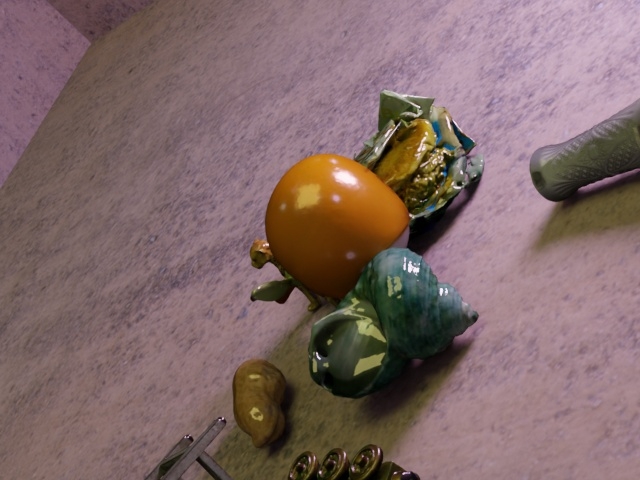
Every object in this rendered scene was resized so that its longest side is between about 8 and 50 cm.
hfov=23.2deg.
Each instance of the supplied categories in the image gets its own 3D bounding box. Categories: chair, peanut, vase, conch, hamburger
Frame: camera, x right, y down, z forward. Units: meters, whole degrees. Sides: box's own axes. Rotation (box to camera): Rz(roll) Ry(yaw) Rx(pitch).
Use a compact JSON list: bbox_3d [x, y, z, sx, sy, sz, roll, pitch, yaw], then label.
[{"bbox_3d":[-0.184,0.369,1.953,0.270,0.147,0.136,-48,6,-30],"label":"chair"},{"bbox_3d":[-0.083,0.223,2.191,0.080,0.080,0.174,-39,28,16],"label":"peanut"},{"bbox_3d":[0.363,-0.115,1.961,0.219,0.096,0.096,-25,31,46],"label":"vase"},{"bbox_3d":[0.098,0.106,2.007,0.202,0.134,0.196,-18,66,43],"label":"conch"},{"bbox_3d":[0.103,-0.105,2.309,0.260,0.150,0.276,-50,24,-4],"label":"hamburger"}]

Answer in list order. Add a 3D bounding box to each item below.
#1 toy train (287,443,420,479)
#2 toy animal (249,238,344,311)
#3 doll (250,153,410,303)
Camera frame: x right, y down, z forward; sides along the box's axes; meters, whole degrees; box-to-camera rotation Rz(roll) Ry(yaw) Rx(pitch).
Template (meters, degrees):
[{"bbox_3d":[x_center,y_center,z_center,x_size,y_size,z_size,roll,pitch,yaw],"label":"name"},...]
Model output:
[{"bbox_3d":[0.022,0.321,1.841,0.225,0.090,0.137,-15,45,50],"label":"toy train"},{"bbox_3d":[-0.015,0.051,2.272,0.073,0.136,0.181,-52,25,-8],"label":"toy animal"},{"bbox_3d":[0.000,0.000,2.133,0.236,0.213,0.213,-46,23,2],"label":"doll"}]
